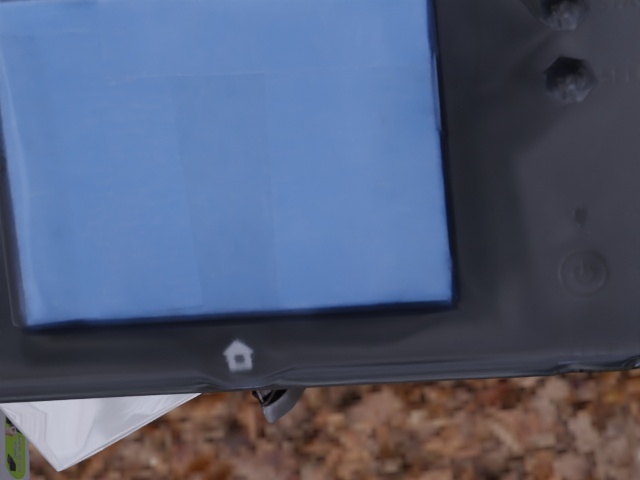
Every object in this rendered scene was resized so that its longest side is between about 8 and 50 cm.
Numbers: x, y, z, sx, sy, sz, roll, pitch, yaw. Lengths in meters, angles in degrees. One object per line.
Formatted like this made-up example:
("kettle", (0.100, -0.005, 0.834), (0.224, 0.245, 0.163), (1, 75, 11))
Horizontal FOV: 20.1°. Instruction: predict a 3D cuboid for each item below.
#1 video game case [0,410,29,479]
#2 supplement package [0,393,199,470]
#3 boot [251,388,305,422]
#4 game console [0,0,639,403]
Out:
("video game case", (-0.449, 0.328, 2.059), (0.269, 0.244, 0.061), (-21, 147, 25))
("supplement package", (-0.168, -0.044, 1.068), (0.175, 0.177, 0.293), (-29, 127, 6))
("boot", (0.000, 0.000, 1.380), (0.229, 0.263, 0.091), (-27, 131, -2))
("game console", (-0.044, -0.108, 0.683), (0.386, 0.342, 0.060), (-3, -173, 10))
